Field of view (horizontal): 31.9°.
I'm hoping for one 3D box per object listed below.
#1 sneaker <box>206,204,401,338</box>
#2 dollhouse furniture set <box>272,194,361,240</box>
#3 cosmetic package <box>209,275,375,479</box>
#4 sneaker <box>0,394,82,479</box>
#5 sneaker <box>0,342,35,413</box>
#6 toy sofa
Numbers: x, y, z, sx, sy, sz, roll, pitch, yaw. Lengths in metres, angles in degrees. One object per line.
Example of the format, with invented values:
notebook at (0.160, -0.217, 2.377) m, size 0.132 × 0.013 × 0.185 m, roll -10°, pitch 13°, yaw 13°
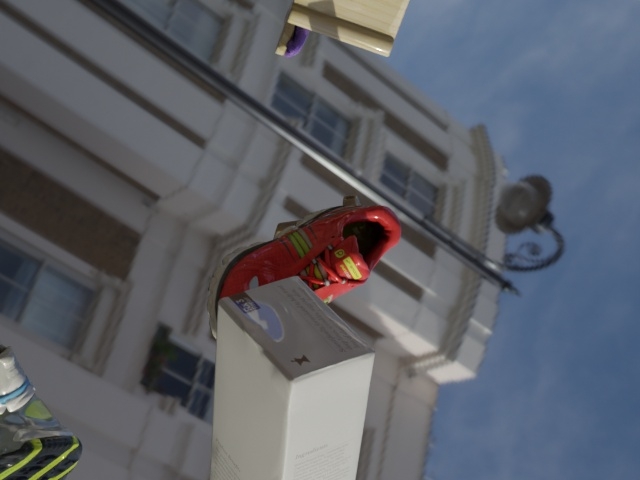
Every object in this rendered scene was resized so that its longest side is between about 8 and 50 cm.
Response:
sneaker at (-0.011, 0.030, 1.186) m, size 0.118 × 0.107 × 0.279 m, roll -12°, pitch -159°, yaw 43°
dollhouse furniture set at (0.000, 0.000, 1.494) m, size 0.114 × 0.081 × 0.091 m, roll -8°, pitch -153°, yaw 11°
cosmetic package at (-0.029, 0.158, 0.935) m, size 0.117 × 0.085 × 0.231 m, roll 43°, pitch -43°, yaw 40°
sneaker at (-0.438, 0.225, 1.216) m, size 0.147 × 0.385 × 0.145 m, roll 43°, pitch -78°, yaw 27°
sneaker at (-0.385, 0.112, 1.193) m, size 0.191 × 0.083 × 0.071 m, roll 15°, pitch -141°, yaw 25°
toy sofa at (0.049, -0.387, 1.615) m, size 0.362 × 0.150 × 0.177 m, roll -80°, pitch -170°, yaw -55°
